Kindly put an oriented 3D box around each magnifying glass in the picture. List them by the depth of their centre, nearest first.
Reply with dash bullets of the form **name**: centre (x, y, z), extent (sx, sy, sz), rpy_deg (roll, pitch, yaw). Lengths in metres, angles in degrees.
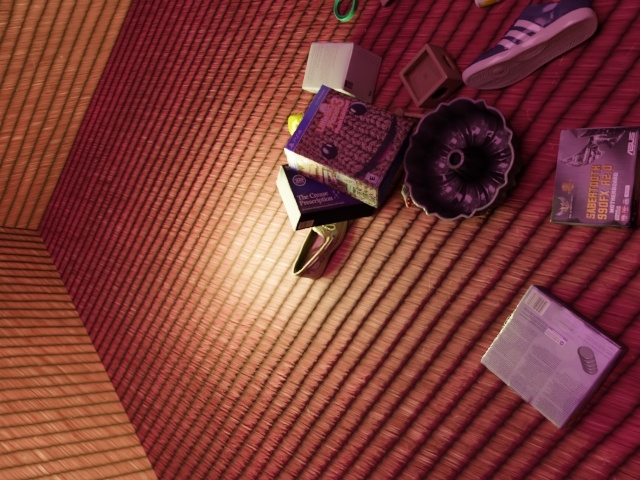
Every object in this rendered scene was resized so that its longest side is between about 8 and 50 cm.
- **magnifying glass**: centre (0.088, -0.850, 2.092), extent (0.092, 0.026, 0.230), rpy_deg (-2, 86, 43)

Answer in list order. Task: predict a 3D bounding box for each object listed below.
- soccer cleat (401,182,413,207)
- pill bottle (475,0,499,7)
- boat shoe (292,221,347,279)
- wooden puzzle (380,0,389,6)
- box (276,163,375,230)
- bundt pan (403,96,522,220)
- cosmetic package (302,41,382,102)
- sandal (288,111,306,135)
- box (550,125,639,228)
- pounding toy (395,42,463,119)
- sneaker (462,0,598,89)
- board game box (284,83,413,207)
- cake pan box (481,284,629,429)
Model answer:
- **soccer cleat**: centre (0.256, -0.136, 1.849), extent (0.036, 0.029, 0.083), rpy_deg (-18, 70, 49)
- **pill bottle**: centre (0.468, -0.670, 1.705), extent (0.083, 0.043, 0.043), rpy_deg (-3, 83, 42)
- **boat shoe**: centre (0.000, 0.000, 2.024), extent (0.105, 0.089, 0.285), rpy_deg (33, 107, 40)
- **wooden puzzle**: centre (0.245, -0.884, 1.942), extent (0.239, 0.044, 0.220), rpy_deg (-37, 62, 39)
- **box**: centre (0.020, -0.151, 1.900), extent (0.103, 0.261, 0.184), rpy_deg (112, 140, -55)
- **bundt pan**: centre (0.389, -0.207, 1.668), extent (0.331, 0.124, 0.330), rpy_deg (-6, 81, 41)
- **cosmetic package**: centre (0.068, -0.534, 1.984), extent (0.184, 0.151, 0.151), rpy_deg (16, 95, 42)
- **sandal**: centre (0.050, -0.373, 2.003), extent (0.317, 0.138, 0.126), rpy_deg (23, 136, 34)
- **box**: centre (0.651, -0.147, 1.465), extent (0.183, 0.056, 0.230), rpy_deg (7, 89, 42)
- **pounding toy**: centre (0.307, -0.422, 1.797), extent (0.206, 0.094, 0.181), rpy_deg (-43, 63, 41)
- **sneaker**: centre (0.518, -0.519, 1.597), extent (0.350, 0.131, 0.148), rpy_deg (-23, 63, 33)
- **board game box**: centre (0.085, -0.269, 1.780), extent (0.291, 0.141, 0.232), rpy_deg (25, 75, 12)
- **cake pan box**: centre (0.550, 0.273, 1.503), extent (0.267, 0.070, 0.245), rpy_deg (40, 110, 38)
